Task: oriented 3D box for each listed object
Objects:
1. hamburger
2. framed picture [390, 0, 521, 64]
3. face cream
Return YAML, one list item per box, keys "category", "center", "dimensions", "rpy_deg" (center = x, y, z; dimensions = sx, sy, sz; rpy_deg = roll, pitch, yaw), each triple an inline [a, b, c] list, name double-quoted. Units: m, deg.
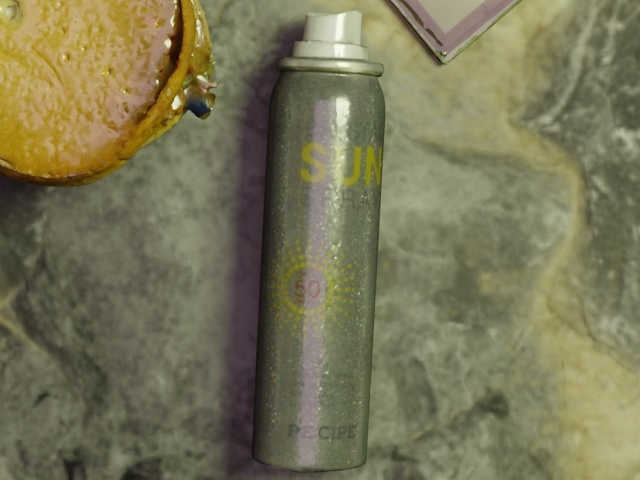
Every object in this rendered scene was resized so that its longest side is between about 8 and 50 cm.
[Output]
- category: "hamburger"
  center: [-0.166, -0.119, 1.053]
  dimensions: [0.191, 0.118, 0.182]
  rpy_deg: [-34, 86, 3]
- category: "framed picture"
  center: [0.112, -0.247, 1.070]
  dimensions: [0.231, 0.010, 0.173]
  rpy_deg: [-38, 89, 6]
- category: "face cream"
  center: [0.000, 0.000, 1.063]
  dimensions: [0.073, 0.073, 0.283]
  rpy_deg: [3, 93, 6]
